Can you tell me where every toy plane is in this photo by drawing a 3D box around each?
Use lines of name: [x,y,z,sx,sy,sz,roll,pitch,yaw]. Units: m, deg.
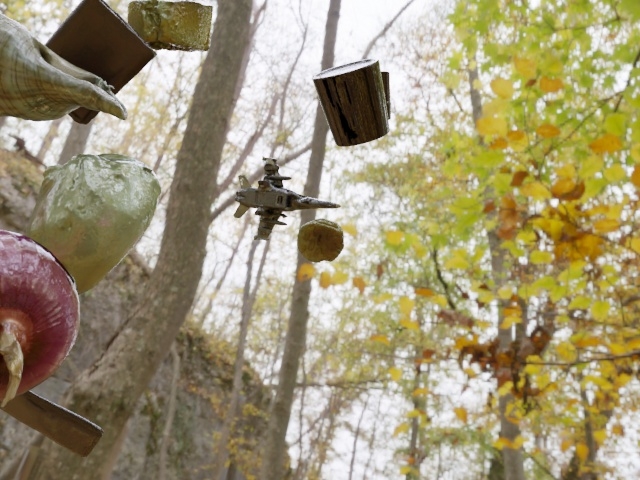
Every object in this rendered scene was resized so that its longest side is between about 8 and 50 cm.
toy plane: [-0.081,-0.089,1.495,0.262,0.192,0.088,7,3,34]

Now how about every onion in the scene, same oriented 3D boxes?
onion: [-0.394,0.084,0.834,0.200,0.200,0.207,-31,-78,42]

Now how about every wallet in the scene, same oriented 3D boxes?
wallet: [-0.488,-0.379,1.425,0.182,0.049,0.229,44,-86,-11]
wallet: [-0.557,0.350,1.351,0.244,0.025,0.124,34,-49,-6]

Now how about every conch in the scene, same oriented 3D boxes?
conch: [-0.516,-0.282,1.218,0.386,0.203,0.169,36,-63,2]

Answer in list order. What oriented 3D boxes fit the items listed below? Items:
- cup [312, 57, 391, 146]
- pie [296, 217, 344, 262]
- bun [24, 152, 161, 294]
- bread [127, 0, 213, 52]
cup: [0.113,-0.349,1.657,0.166,0.239,0.177,21,-48,60]
pie: [0.000,0.000,1.167,0.084,0.084,0.020,13,6,-1]
bun: [-0.414,-0.046,1.164,0.179,0.283,0.283,39,-45,-24]
bread: [-0.358,-0.509,1.585,0.186,0.257,0.124,7,-70,8]
